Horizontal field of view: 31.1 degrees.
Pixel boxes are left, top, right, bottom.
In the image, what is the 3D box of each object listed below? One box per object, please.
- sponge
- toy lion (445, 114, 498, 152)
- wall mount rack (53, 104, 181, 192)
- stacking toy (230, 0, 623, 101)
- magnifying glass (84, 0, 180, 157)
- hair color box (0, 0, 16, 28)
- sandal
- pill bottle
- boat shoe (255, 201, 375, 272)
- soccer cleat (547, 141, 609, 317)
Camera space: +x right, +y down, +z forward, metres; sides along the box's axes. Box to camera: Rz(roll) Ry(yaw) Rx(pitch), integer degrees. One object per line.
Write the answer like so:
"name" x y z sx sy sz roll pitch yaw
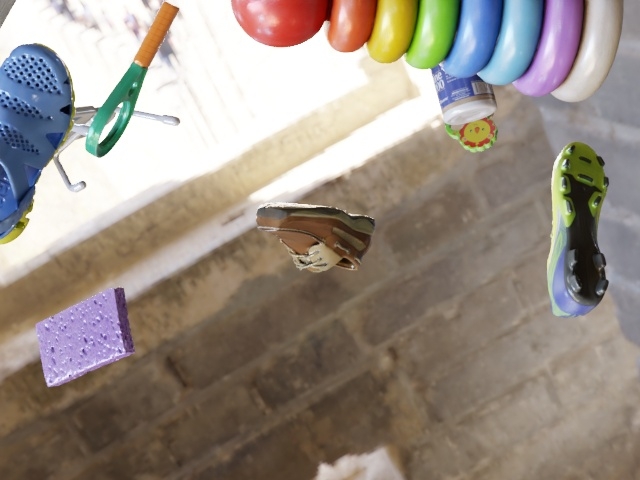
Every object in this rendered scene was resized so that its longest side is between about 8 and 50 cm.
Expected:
"sponge" -0.408 0.168 1.986 0.210 0.117 0.031 -24 -17 33
"toy lion" 0.276 -0.207 2.107 0.100 0.034 0.096 1 68 22
"wall mount rack" -0.429 -0.172 1.981 0.304 0.130 0.350 -33 -8 34
"stacking toy" 0.086 -0.200 1.000 0.330 0.141 0.141 2 19 -11
"magnifying glass" -0.251 -0.214 1.542 0.231 0.026 0.092 -62 -6 10
"hair color box" -0.551 -0.398 1.812 0.043 0.141 0.072 12 69 34
"sandal" -0.440 -0.127 1.640 0.126 0.317 0.138 18 13 -2
"pill bottle" 0.164 -0.204 1.367 0.067 0.120 0.067 -13 -10 -2
"boat shoe" 0.000 0.000 2.116 0.122 0.120 0.324 6 -2 35
"soccer cleat" 0.384 -0.018 1.775 0.121 0.093 0.289 127 151 -60
